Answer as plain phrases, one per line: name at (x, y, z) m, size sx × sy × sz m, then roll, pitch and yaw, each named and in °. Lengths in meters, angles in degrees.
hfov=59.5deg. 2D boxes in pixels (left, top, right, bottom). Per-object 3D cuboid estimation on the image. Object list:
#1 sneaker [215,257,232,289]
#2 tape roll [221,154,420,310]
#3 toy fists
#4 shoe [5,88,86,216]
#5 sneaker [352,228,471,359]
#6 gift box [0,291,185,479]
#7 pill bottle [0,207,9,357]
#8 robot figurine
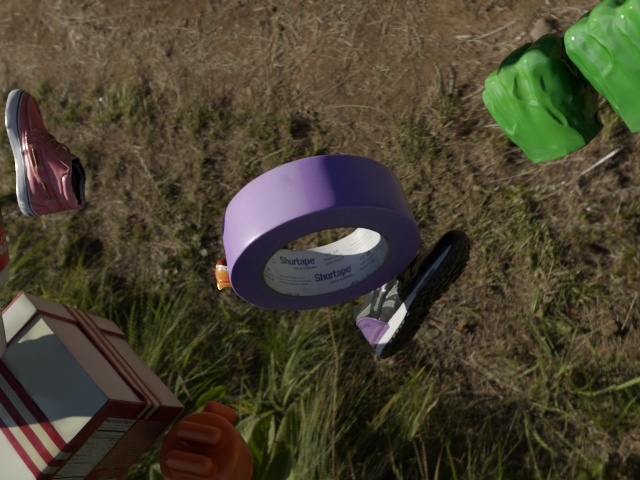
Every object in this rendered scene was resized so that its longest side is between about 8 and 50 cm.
sneaker at (-0.106, 0.070, 1.039) m, size 0.175 × 0.064 × 0.067 m, roll 6°, pitch 114°, yaw 10°
tape roll at (0.000, 0.000, 0.811) m, size 0.275 × 0.275 × 0.090 m, roll -37°, pitch 52°, yaw 33°
toy fists at (0.311, -0.193, 0.653) m, size 0.142 × 0.096 × 0.279 m, roll 46°, pitch 158°, yaw -14°
shoe at (-0.377, -0.124, 0.780) m, size 0.081 × 0.063 × 0.177 m, roll -7°, pitch 90°, yaw 0°
sneaker at (0.140, 0.073, 0.973) m, size 0.124 × 0.107 × 0.283 m, roll 48°, pitch 125°, yaw 28°
gift box at (-0.415, 0.251, 0.829) m, size 0.258 × 0.255 × 0.276 m, roll 40°, pitch 80°, yaw 23°
pill bottle at (-0.354, -0.024, 0.461) m, size 0.161 × 0.161 × 0.283 m, roll 10°, pitch 111°, yaw 27°
robot figurine at (-0.177, 0.353, 0.901) m, size 0.158 × 0.128 × 0.219 m, roll 58°, pitch 167°, yaw 32°
